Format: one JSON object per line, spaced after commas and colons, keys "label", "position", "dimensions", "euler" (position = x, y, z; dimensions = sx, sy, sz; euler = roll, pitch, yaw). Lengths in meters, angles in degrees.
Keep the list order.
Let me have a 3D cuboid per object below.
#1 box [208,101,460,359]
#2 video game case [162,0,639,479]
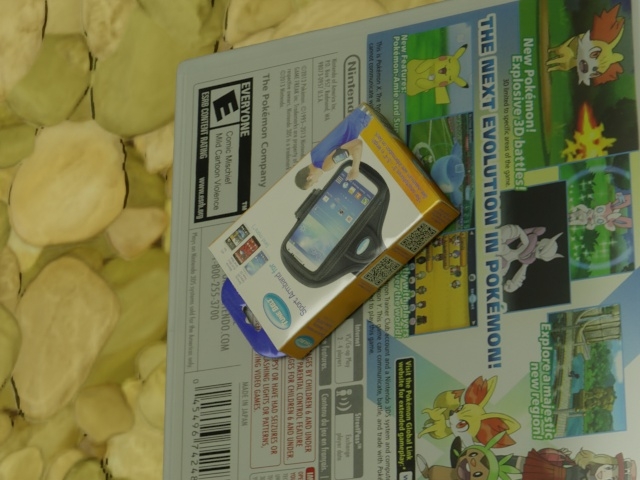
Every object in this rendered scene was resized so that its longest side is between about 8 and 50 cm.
{"label": "box", "position": [0.000, 0.000, 1.042], "dimensions": [0.136, 0.028, 0.081], "euler": [-42, 58, 9]}
{"label": "video game case", "position": [0.049, 0.029, 1.043], "dimensions": [0.300, 0.036, 0.329], "euler": [-10, 68, 28]}
